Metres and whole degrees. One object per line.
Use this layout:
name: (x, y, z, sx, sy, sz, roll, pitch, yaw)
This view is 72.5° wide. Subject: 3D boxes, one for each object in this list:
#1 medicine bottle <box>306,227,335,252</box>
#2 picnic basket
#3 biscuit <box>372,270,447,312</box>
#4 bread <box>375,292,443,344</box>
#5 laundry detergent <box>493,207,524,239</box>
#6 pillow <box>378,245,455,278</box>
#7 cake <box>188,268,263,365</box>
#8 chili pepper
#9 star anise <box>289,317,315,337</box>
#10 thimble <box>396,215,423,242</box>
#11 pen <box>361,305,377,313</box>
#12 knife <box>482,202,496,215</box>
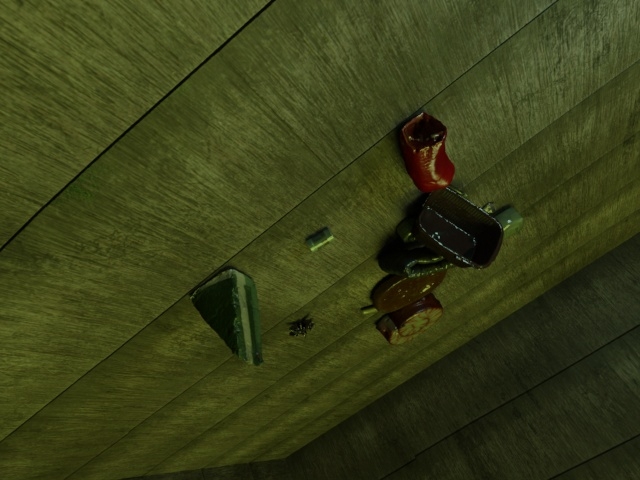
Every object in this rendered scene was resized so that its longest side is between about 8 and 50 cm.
medicine bottle: (0.000, 0.000, 1.390, 0.083, 0.047, 0.047, -31, 147, 1)
picnic basket: (0.447, -0.026, 1.472, 0.222, 0.297, 0.129, -57, -179, -25)
biscuit: (0.392, 0.186, 1.922, 0.368, 0.063, 0.314, -24, 143, -10)
bread: (0.462, 0.393, 2.204, 0.295, 0.114, 0.327, 12, 128, -45)
laundry detergent: (0.735, -0.026, 1.866, 0.253, 0.091, 0.181, -35, 152, 8)
pillow: (0.402, 0.063, 1.631, 0.326, 0.101, 0.228, -17, -174, -16)
cake: (-0.236, 0.223, 1.321, 0.172, 0.283, 0.158, -50, 145, 2)
chili pepper: (0.316, -0.207, 1.264, 0.131, 0.134, 0.338, -41, 145, 1)
star anise: (-0.073, 0.375, 1.831, 0.124, 0.056, 0.129, -22, 146, -11)
thimble: (0.334, -0.041, 1.570, 0.110, 0.062, 0.084, -23, 149, -9)
pen: (0.288, 0.312, 2.042, 0.233, 0.032, 0.040, -7, 164, -30)
knife: (0.593, -0.003, 1.788, 0.089, 0.043, 0.365, 17, 116, -46)
